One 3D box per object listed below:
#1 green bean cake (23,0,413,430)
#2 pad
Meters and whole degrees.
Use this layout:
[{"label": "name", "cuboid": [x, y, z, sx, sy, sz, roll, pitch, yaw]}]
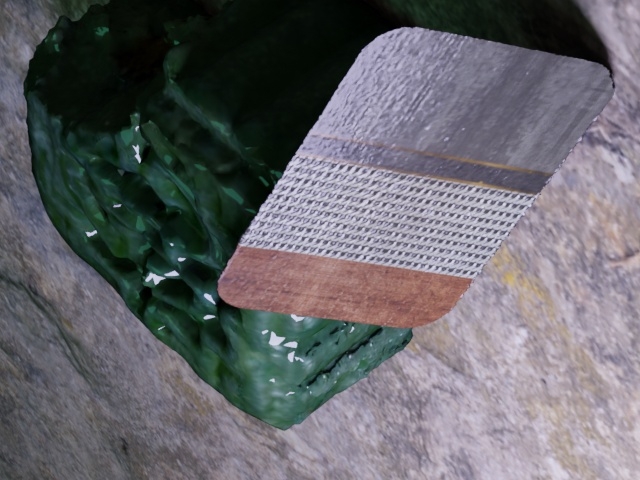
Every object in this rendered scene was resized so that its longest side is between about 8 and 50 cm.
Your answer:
[{"label": "green bean cake", "cuboid": [-0.071, -0.058, 1.360, 0.308, 0.169, 0.300, 41, 150, 25]}, {"label": "pad", "cuboid": [-0.011, -0.019, 1.123, 0.055, 0.323, 0.250, 59, 137, 26]}]
